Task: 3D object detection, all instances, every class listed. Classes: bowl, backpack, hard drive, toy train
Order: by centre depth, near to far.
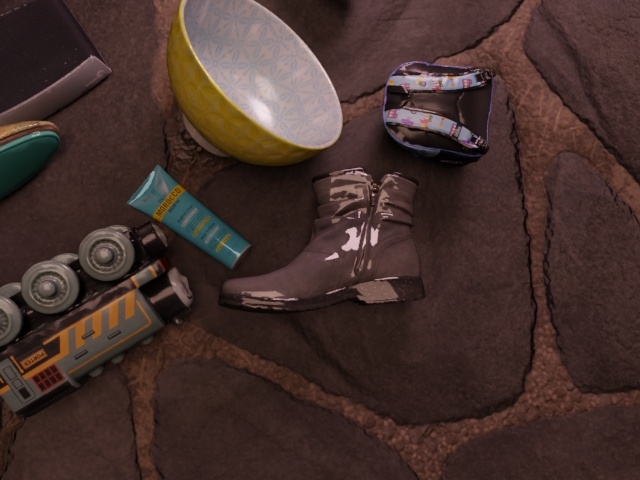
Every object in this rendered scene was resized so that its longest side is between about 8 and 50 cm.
[{"bbox_3d":[-0.359,0.110,0.794,0.334,0.142,0.190,-31,100,-8],"label":"toy train"},{"bbox_3d":[-0.122,-0.218,0.808,0.156,0.289,0.289,-35,88,36],"label":"bowl"},{"bbox_3d":[-0.492,-0.276,0.848,0.255,0.054,0.171,-34,89,-7],"label":"hard drive"},{"bbox_3d":[0.182,-0.206,0.868,0.174,0.117,0.158,6,85,-5],"label":"backpack"}]

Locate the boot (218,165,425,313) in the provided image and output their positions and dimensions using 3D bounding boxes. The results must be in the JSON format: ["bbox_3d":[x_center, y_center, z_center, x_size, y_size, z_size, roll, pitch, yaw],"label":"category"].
[{"bbox_3d":[0.000,0.000,0.850,0.339,0.118,0.222,-3,82,-16],"label":"boot"}]

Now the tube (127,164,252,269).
[{"bbox_3d":[-0.208,-0.033,0.859,0.207,0.052,0.080,36,76,5],"label":"tube"}]

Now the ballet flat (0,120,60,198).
[{"bbox_3d":[-0.561,-0.083,0.801,0.123,0.123,0.348,44,84,0],"label":"ballet flat"}]
